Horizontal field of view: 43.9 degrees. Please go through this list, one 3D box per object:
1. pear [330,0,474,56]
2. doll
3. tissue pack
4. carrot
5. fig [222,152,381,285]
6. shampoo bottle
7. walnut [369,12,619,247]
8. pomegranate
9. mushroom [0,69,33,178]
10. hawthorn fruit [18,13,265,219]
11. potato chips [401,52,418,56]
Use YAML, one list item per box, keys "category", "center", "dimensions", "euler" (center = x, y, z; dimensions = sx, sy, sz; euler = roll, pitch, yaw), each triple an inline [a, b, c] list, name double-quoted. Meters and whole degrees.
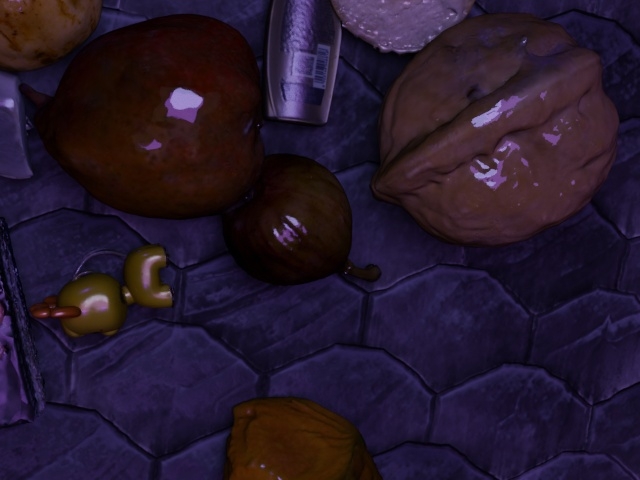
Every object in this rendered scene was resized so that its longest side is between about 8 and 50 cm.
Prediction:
- category: "pear"
  center: [0.123, -0.455, 1.286]
  dimensions: [0.266, 0.178, 0.267]
  euler: [-4, 132, -5]
- category: "doll"
  center: [-0.343, 0.085, 1.249]
  dimensions: [0.220, 0.143, 0.136]
  euler: [-14, 102, -20]
- category: "tissue pack"
  center: [-0.571, 0.139, 1.204]
  dimensions: [0.244, 0.123, 0.333]
  euler: [-11, 96, -7]
- category: "carrot"
  center: [-0.011, 0.428, 1.322]
  dimensions: [0.241, 0.241, 0.341]
  euler: [-31, 104, -9]
- category: "fig"
  center: [0.000, 0.000, 1.307]
  dimensions: [0.320, 0.217, 0.217]
  euler: [31, 89, -34]
- category: "shampoo bottle"
  center: [-0.025, -0.366, 1.298]
  dimensions: [0.125, 0.084, 0.350]
  euler: [4, 95, -17]
- category: "walnut"
  center: [0.275, -0.164, 1.255]
  dimensions: [0.383, 0.383, 0.384]
  euler: [-2, 97, -14]
- category: "pomegranate"
  center: [-0.429, -0.356, 1.133]
  dimensions: [0.215, 0.215, 0.216]
  euler: [-2, 97, -14]
- category: "mushroom"
  center: [-0.586, -0.186, 1.157]
  dimensions: [0.328, 0.122, 0.159]
  euler: [5, 86, -14]
- category: "hawthorn fruit"
  center: [-0.231, -0.178, 1.159]
  dimensions: [0.324, 0.308, 0.309]
  euler: [-14, 101, -34]
- category: "potato chips"
  center: [0.235, -0.356, 1.394]
  dimensions: [0.203, 0.037, 0.026]
  euler: [-17, 91, -7]
